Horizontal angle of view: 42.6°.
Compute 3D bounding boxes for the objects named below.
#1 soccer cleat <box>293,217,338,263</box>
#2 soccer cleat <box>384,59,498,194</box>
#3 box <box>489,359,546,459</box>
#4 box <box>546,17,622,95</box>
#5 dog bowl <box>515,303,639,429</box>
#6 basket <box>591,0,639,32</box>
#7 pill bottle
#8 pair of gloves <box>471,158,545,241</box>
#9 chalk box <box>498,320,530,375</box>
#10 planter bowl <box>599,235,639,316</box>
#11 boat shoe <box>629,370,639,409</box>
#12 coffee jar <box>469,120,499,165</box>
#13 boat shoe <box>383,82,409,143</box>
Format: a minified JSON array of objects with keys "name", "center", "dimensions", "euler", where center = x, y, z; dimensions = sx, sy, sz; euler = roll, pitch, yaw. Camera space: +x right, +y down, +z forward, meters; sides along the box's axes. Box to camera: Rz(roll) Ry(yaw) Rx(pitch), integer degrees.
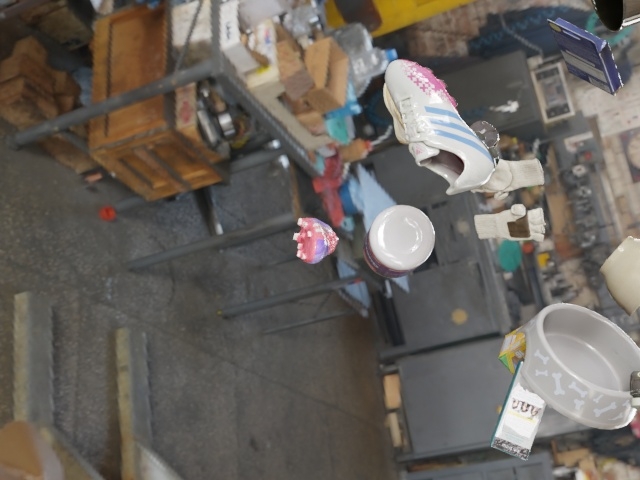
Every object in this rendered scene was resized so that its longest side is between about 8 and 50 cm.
[{"name":"soccer cleat","center":[0.000,0.000,1.703],"dimensions":[0.248,0.095,0.083],"euler":[-127,-129,-79]},{"name":"soccer cleat","center":[0.220,-0.236,1.683],"dimensions":[0.331,0.143,0.116],"euler":[51,-28,16]},{"name":"box","center":[0.544,0.454,2.212],"dimensions":[0.060,0.100,0.244],"euler":[35,75,-81]},{"name":"box","center":[0.588,-0.416,1.824],"dimensions":[0.136,0.036,0.225],"euler":[41,4,35]},{"name":"dog bowl","center":[0.654,0.297,2.040],"dimensions":[0.349,0.349,0.102],"euler":[-75,-171,-55]},{"name":"basket","center":[0.629,-0.492,1.504],"dimensions":[0.204,0.227,0.154],"euler":[-98,174,-46]},{"name":"pill bottle","center":[0.219,0.012,2.380],"dimensions":[0.323,0.181,0.181],"euler":[101,-24,-81]},{"name":"pair of gloves","center":[0.501,-0.106,2.211],"dimensions":[0.042,0.204,0.240],"euler":[-39,125,-51]},{"name":"chalk box","center":[0.643,0.356,2.390],"dimensions":[0.213,0.132,0.132],"euler":[49,32,-5]},{"name":"planter bowl","center":[0.644,0.060,1.682],"dimensions":[0.109,0.162,0.162],"euler":[42,12,18]},{"name":"boat shoe","center":[0.669,0.265,1.455],"dimensions":[0.081,0.228,0.068],"euler":[49,41,-62]},{"name":"coffee jar","center":[0.393,-0.220,2.026],"dimensions":[0.079,0.096,0.184],"euler":[38,-5,20]},{"name":"boat shoe","center":[0.202,-0.321,1.994],"dimensions":[0.063,0.059,0.170],"euler":[-8,74,-32]}]
